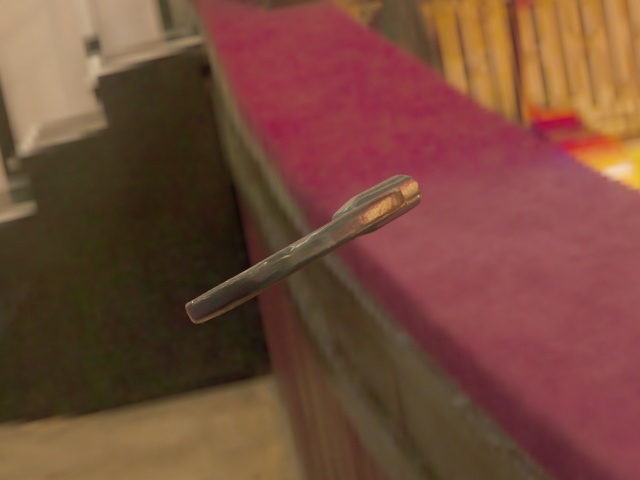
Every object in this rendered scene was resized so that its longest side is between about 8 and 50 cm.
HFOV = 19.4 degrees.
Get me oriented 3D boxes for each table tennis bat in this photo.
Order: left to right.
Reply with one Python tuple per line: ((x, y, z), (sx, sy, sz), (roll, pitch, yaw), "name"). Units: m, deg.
((0.000, 0.000, 0.814), (0.100, 0.019, 0.155), (-30, 0, 34), "table tennis bat")
